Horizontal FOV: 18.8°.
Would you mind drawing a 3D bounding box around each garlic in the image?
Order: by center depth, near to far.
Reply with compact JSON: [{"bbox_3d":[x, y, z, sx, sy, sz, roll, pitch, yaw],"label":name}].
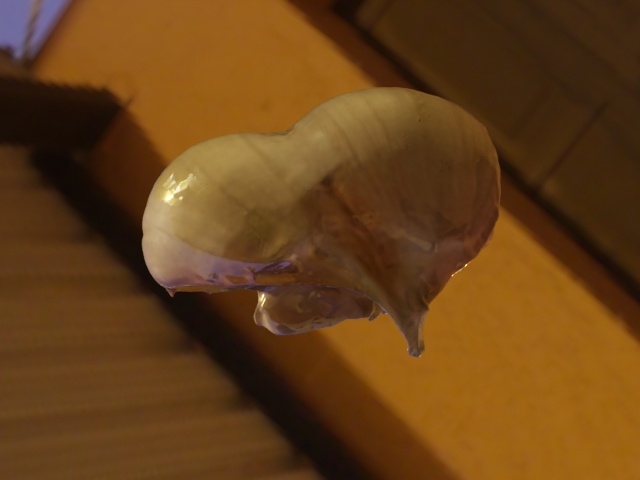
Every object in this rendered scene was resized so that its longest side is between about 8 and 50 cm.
[{"bbox_3d":[0.001,-0.008,0.940,0.174,0.124,0.099,-10,-167,-11],"label":"garlic"}]
